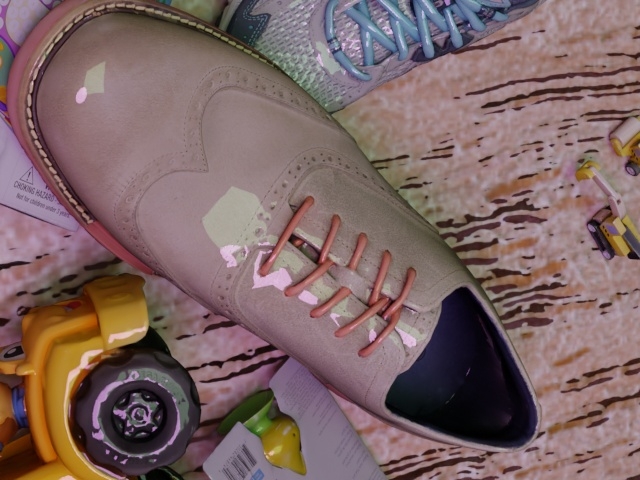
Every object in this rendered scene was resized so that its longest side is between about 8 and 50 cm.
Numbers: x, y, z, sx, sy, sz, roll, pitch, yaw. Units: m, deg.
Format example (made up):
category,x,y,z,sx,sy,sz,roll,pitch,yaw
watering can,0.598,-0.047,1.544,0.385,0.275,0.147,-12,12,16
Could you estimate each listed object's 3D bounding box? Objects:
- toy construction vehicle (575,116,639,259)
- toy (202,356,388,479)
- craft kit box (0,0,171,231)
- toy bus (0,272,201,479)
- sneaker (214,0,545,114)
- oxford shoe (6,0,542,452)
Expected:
category,x,y,z,sx,sy,sz,roll,pitch,yaw
toy construction vehicle,0.229,-0.032,1.056,0.086,0.035,0.098,-38,111,-19
toy,0.008,0.201,0.940,0.237,0.056,0.137,59,35,-13
craft kit box,-0.167,-0.152,0.725,0.250,0.061,0.246,24,85,-56
toy bus,-0.167,0.143,0.821,0.211,0.149,0.220,-10,98,-10
sneaker,0.061,-0.159,0.905,0.283,0.122,0.110,-34,110,-20
oxford shoe,0.000,0.000,0.823,0.397,0.146,0.140,36,86,-42
